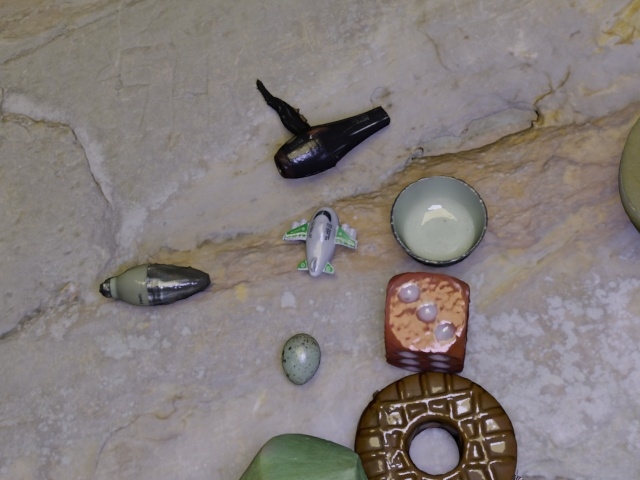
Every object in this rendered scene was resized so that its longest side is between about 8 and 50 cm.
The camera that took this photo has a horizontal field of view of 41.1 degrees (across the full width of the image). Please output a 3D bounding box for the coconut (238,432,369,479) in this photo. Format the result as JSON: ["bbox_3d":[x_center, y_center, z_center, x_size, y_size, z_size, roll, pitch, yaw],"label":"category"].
[{"bbox_3d":[-0.022,0.515,1.599,0.328,0.281,0.329,-28,53,45],"label":"coconut"}]

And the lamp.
[{"bbox_3d":[-0.375,0.100,1.942,0.250,0.101,0.101,-3,66,3],"label":"lamp"}]

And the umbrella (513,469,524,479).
[{"bbox_3d":[0.383,0.497,1.697,0.031,0.020,0.083,21,71,1],"label":"umbrella"}]

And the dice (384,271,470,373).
[{"bbox_3d":[0.220,0.175,1.778,0.173,0.175,0.179,6,71,11],"label":"dice"}]

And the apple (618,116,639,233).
[{"bbox_3d":[0.811,-0.132,1.764,0.311,0.320,0.361,-8,52,48],"label":"apple"}]

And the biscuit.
[{"bbox_3d":[0.230,0.422,1.704,0.331,0.103,0.332,-4,66,8],"label":"biscuit"}]

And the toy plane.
[{"bbox_3d":[0.001,0.001,1.938,0.173,0.080,0.174,-3,64,7],"label":"toy plane"}]

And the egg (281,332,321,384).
[{"bbox_3d":[-0.041,0.254,1.831,0.085,0.085,0.110,-2,74,8],"label":"egg"}]

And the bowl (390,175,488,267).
[{"bbox_3d":[0.262,-0.027,1.891,0.211,0.112,0.212,-3,65,7],"label":"bowl"}]

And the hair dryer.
[{"bbox_3d":[-0.036,-0.314,2.083,0.303,0.120,0.359,-32,57,-15],"label":"hair dryer"}]
